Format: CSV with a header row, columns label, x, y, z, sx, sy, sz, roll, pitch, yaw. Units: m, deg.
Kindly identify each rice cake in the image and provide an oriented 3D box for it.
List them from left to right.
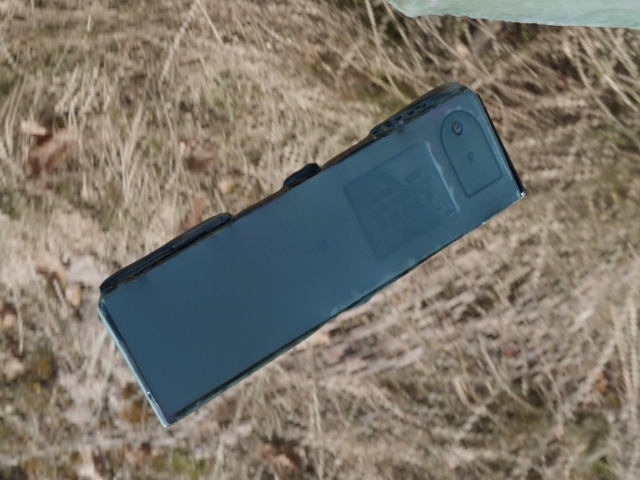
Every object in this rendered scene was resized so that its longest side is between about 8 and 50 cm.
label,x,y,z,sx,sy,sz,roll,pitch,yaw
rice cake,0.113,-0.098,0.552,0.211,0.043,0.034,-3,74,-35

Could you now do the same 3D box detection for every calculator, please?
label,x,y,z,sx,sy,sz,roll,pitch,yaw
calculator,0.000,0.000,0.547,0.172,0.018,0.057,-32,97,-25
